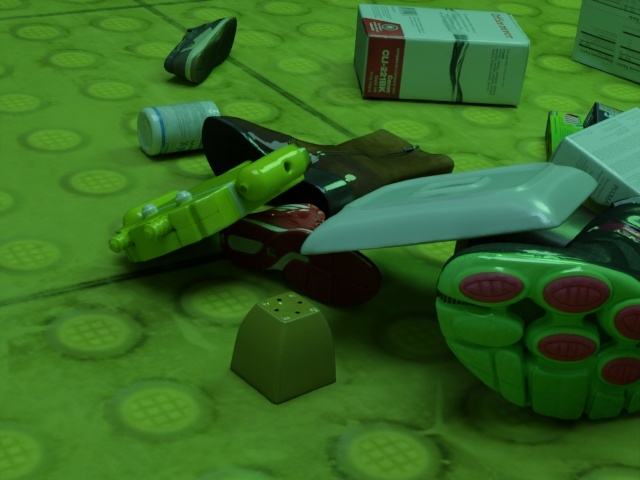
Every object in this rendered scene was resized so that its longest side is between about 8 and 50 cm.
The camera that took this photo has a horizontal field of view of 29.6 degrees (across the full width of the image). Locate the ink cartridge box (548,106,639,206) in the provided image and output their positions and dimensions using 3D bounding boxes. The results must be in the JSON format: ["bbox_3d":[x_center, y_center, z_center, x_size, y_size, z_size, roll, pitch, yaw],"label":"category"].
[{"bbox_3d":[0.441,-0.073,1.577,0.189,0.066,0.232,-23,59,-43],"label":"ink cartridge box"}]

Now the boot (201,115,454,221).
[{"bbox_3d":[0.009,-0.129,1.687,0.264,0.096,0.280,24,31,33],"label":"boot"}]

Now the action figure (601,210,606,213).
[{"bbox_3d":[0.513,-0.031,1.618,0.232,0.063,0.137,2,17,-15],"label":"action figure"}]

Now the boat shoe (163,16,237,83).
[{"bbox_3d":[-0.204,-0.337,2.080,0.073,0.080,0.223,15,32,8],"label":"boat shoe"}]

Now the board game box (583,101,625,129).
[{"bbox_3d":[0.459,-0.116,1.720,0.170,0.048,0.141,20,38,-3],"label":"board game box"}]

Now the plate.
[{"bbox_3d":[0.147,-0.042,1.332,0.277,0.045,0.278,-6,9,22],"label":"plate"}]

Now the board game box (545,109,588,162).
[{"bbox_3d":[0.391,-0.142,1.833,0.092,0.043,0.181,7,27,5],"label":"board game box"}]

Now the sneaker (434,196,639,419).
[{"bbox_3d":[0.315,0.061,1.272,0.483,0.185,0.202,3,30,-28],"label":"sneaker"}]

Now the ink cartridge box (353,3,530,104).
[{"bbox_3d":[0.203,-0.322,2.080,0.273,0.114,0.197,2,26,-4],"label":"ink cartridge box"}]

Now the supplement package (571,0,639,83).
[{"bbox_3d":[0.618,-0.446,2.231,0.199,0.262,0.198,-18,34,-38],"label":"supplement package"}]

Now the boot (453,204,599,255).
[{"bbox_3d":[0.290,0.009,1.464,0.207,0.090,0.248,17,25,27],"label":"boot"}]

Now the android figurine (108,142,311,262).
[{"bbox_3d":[-0.134,-0.045,1.442,0.248,0.056,0.273,-16,11,43],"label":"android figurine"}]

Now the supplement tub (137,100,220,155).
[{"bbox_3d":[-0.203,-0.162,1.743,0.107,0.071,0.071,-10,30,-27],"label":"supplement tub"}]

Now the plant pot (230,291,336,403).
[{"bbox_3d":[-0.035,0.102,1.233,0.081,0.083,0.081,-17,35,-36],"label":"plant pot"}]

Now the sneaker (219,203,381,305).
[{"bbox_3d":[0.000,0.000,1.441,0.221,0.087,0.128,22,33,29],"label":"sneaker"}]
